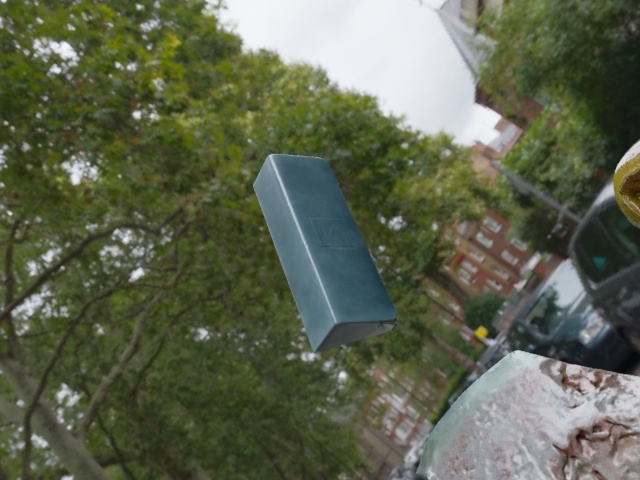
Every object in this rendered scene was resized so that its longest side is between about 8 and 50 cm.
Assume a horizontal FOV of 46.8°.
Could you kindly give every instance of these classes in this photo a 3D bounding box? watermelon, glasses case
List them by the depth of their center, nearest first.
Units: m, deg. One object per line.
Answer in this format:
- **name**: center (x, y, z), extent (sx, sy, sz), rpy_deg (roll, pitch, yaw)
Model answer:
- **watermelon**: center (0.284, 0.252, 0.837), extent (0.232, 0.310, 0.193), rpy_deg (110, -177, -69)
- **glasses case**: center (0.000, 0.000, 0.902), extent (0.105, 0.266, 0.056), rpy_deg (-15, -35, -11)

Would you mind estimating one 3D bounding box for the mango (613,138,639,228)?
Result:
- **mango**: center (0.639, -0.137, 1.155), extent (0.365, 0.182, 0.253), rpy_deg (-37, -13, 38)
